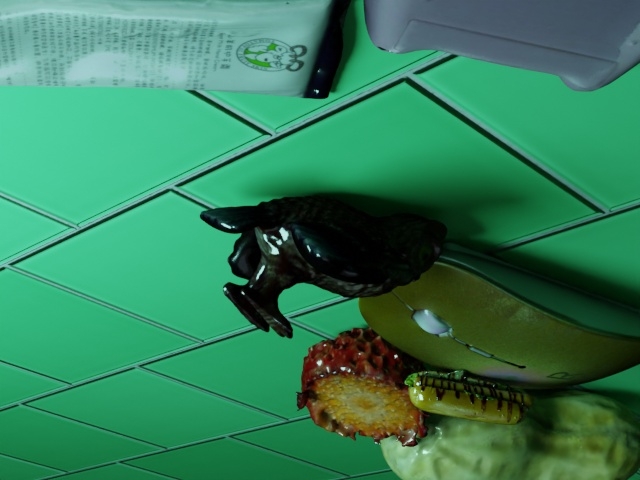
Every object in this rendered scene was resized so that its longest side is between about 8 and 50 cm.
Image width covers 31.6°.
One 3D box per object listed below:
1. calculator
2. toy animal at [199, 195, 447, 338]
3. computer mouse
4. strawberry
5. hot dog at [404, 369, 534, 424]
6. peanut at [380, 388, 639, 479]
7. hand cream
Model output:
[{"bbox_3d":[0.135,-0.168,0.574,0.194,0.043,0.294,10,152,-11],"label":"calculator"},{"bbox_3d":[0.008,-0.001,0.898,0.179,0.116,0.218,-23,-177,-19],"label":"toy animal"},{"bbox_3d":[0.184,0.083,1.050,0.310,0.072,0.158,19,148,-26],"label":"computer mouse"},{"bbox_3d":[0.048,0.148,1.163,0.145,0.086,0.145,6,131,7],"label":"strawberry"},{"bbox_3d":[0.139,0.144,1.057,0.122,0.049,0.037,8,123,-2],"label":"hot dog"},{"bbox_3d":[0.217,0.223,1.257,0.305,0.147,0.147,11,153,-16],"label":"peanut"},{"bbox_3d":[-0.148,-0.127,0.690,0.336,0.076,0.121,2,160,-11],"label":"hand cream"}]
